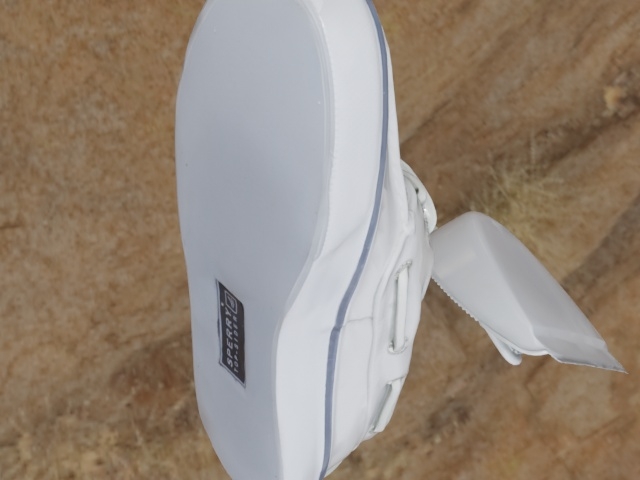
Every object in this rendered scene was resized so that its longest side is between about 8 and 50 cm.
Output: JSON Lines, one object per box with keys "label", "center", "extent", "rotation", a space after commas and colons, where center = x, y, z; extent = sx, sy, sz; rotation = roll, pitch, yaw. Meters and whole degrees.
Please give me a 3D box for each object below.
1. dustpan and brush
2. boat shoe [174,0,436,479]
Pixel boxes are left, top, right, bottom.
{"label": "dustpan and brush", "center": [0.090, 0.012, 0.722], "extent": [0.060, 0.211, 0.147], "rotation": [-42, 154, 18]}
{"label": "boat shoe", "center": [0.000, 0.000, 0.444], "extent": [0.084, 0.095, 0.258], "rotation": [-25, 145, -29]}
